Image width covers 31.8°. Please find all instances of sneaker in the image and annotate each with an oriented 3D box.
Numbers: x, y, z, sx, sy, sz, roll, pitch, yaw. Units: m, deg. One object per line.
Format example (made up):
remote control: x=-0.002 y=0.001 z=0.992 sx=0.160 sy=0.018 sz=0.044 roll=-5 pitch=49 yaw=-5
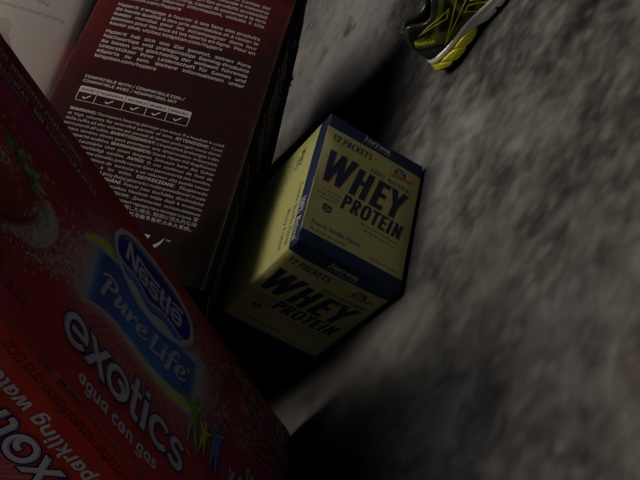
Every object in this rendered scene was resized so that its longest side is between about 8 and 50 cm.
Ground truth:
sneaker: x=0.073 y=-0.127 z=0.576 sx=0.083 sy=0.035 sz=0.031 roll=-56 pitch=20 yaw=18

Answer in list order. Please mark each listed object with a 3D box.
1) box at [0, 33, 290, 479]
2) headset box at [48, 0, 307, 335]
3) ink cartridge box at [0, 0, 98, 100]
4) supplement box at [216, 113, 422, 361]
box: x=-0.126 y=0.059 z=0.456 sx=0.128 sy=0.257 sz=0.123 roll=-23 pitch=32 yaw=16
headset box: x=-0.090 y=-0.042 z=0.676 sx=0.218 sy=0.110 sz=0.293 roll=106 pitch=179 yaw=-54
ink cartridge box: x=-0.194 y=-0.049 z=0.657 sx=0.158 sy=0.092 sz=0.218 roll=105 pitch=-179 yaw=-63
supplement box: x=0.000 y=0.000 z=0.556 sx=0.083 sy=0.056 sz=0.083 roll=-43 pitch=26 yaw=47
